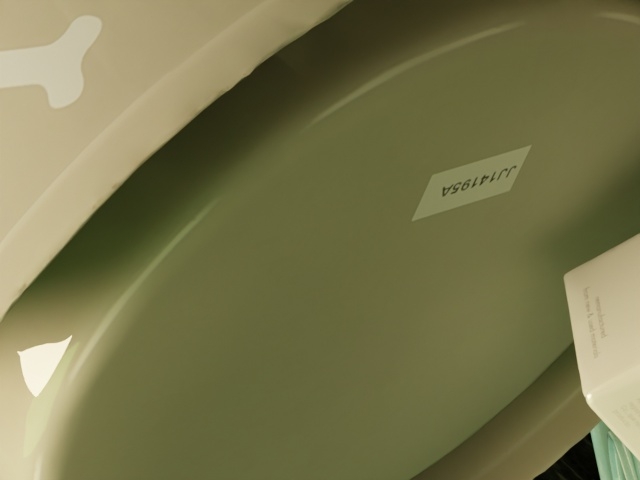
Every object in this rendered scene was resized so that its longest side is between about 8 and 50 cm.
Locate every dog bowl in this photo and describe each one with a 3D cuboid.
[{"bbox_3d":[0.000,0.000,0.577,0.102,0.349,0.349,51,177,28],"label":"dog bowl"}]

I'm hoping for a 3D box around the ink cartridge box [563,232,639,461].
[{"bbox_3d":[0.179,0.018,0.543,0.104,0.181,0.061,46,-154,-30],"label":"ink cartridge box"}]

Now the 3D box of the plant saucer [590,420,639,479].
[{"bbox_3d":[0.166,0.135,0.858,0.317,0.044,0.317,-13,-90,-87],"label":"plant saucer"}]
